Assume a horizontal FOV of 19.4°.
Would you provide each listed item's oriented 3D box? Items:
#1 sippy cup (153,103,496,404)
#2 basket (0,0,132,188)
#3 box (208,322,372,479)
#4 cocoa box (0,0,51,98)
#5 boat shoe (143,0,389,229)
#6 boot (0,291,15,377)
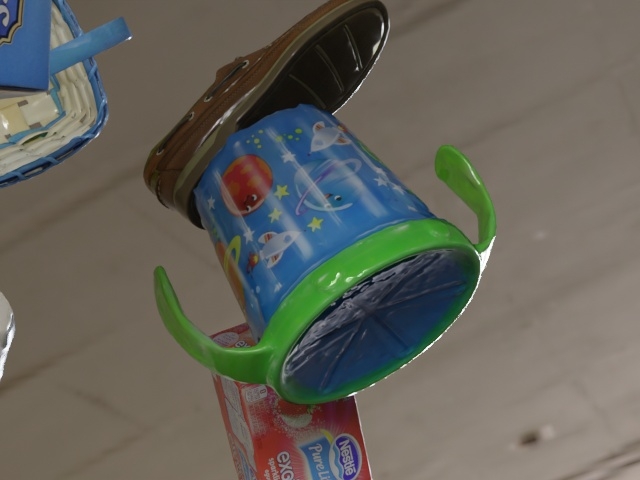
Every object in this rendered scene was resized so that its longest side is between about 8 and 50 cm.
[{"bbox_3d":[0.000,0.000,1.791,0.305,0.224,0.240,3,-44,-50],"label":"sippy cup"},{"bbox_3d":[-0.339,-0.162,1.982,0.254,0.201,0.289,-26,4,-16],"label":"basket"},{"bbox_3d":[-0.027,0.216,2.008,0.122,0.128,0.257,-19,-62,-14],"label":"box"},{"bbox_3d":[-0.358,-0.206,1.235,0.228,0.231,0.347,4,-3,-41],"label":"cocoa box"},{"bbox_3d":[-0.063,-0.154,1.929,0.307,0.104,0.111,-45,-42,-12],"label":"boat shoe"},{"bbox_3d":[-0.246,0.057,0.897,0.190,0.069,0.086,10,-53,-10],"label":"boot"}]
